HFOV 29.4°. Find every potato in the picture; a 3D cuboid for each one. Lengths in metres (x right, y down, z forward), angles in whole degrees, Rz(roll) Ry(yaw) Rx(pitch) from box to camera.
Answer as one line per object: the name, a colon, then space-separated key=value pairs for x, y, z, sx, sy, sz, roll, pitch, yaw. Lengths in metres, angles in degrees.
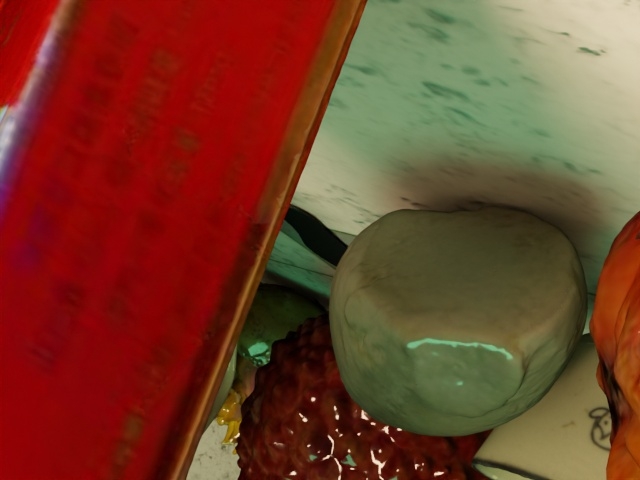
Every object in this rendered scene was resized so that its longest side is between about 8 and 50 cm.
potato: x=-0.021 y=0.097 z=1.168 sx=0.170 sy=0.080 sz=0.107 roll=40 pitch=-154 yaw=-1

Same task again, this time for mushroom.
mushroom: x=0.067 y=0.050 z=0.692 sx=0.128 sy=0.128 sz=0.350 roll=22 pitch=172 yaw=4

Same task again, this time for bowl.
bowl: x=0.216 y=0.120 z=0.701 sx=0.237 sy=0.126 sz=0.238 roll=22 pitch=169 yaw=4

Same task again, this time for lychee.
lychee: x=0.060 y=0.173 z=1.003 sx=0.264 sy=0.300 sz=0.264 roll=-8 pitch=146 yaw=-6

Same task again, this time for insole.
insole: x=0.000 y=0.000 z=0.893 sx=0.053 sy=0.002 sz=0.152 roll=18 pitch=168 yaw=27

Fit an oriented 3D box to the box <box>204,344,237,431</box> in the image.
box: x=-0.156 y=0.031 z=0.822 sx=0.178 sy=0.138 sz=0.274 roll=25 pitch=137 yaw=15

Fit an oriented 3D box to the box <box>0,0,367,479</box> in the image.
box: x=-0.099 y=0.026 z=0.397 sx=0.089 sy=0.313 sz=0.197 roll=24 pitch=169 yaw=-23

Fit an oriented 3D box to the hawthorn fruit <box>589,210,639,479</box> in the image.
hawthorn fruit: x=0.174 y=0.045 z=0.396 sx=0.179 sy=0.173 sz=0.173 roll=-24 pitch=140 yaw=35

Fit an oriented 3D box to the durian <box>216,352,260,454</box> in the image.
durian: x=-0.031 y=0.199 z=1.316 sx=0.112 sy=0.191 sz=0.341 roll=-5 pitch=164 yaw=31
